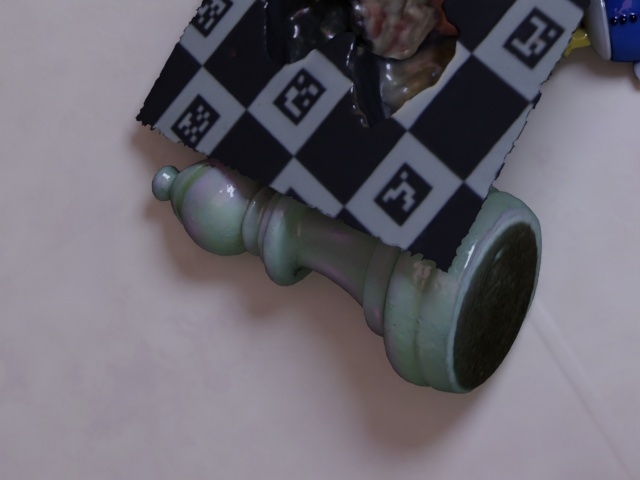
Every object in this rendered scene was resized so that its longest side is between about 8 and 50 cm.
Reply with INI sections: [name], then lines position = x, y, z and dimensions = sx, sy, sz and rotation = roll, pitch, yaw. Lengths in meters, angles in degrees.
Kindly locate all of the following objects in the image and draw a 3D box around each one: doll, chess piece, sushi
[doll]
position = 0.227, -0.155, 1.319
dimensions = 0.143, 0.057, 0.099
rotation = -8, 104, 5
[chess piece]
position = 0.000, 0.000, 1.320
dimensions = 0.271, 0.139, 0.139
rotation = 18, 85, 26
[sushi]
position = 0.068, -0.164, 1.314
dimensions = 0.320, 0.069, 0.339
rotation = 24, 84, 43
